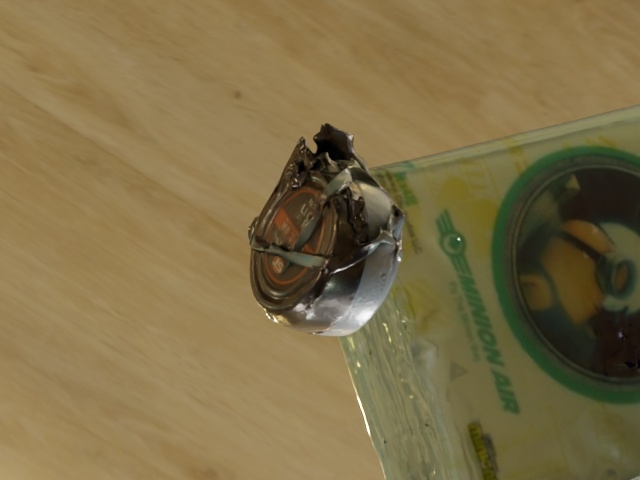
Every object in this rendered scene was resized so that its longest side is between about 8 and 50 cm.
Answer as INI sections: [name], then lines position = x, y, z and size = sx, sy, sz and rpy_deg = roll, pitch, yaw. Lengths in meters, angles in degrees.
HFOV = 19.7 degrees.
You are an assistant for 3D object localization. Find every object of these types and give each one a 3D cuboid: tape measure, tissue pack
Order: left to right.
[tape measure]
position = 0.000, 0.002, 0.920
size = 0.054, 0.094, 0.091
rpy_deg = 18, -60, -32
[tissue pack]
position = 0.209, 0.052, 1.425
size = 0.388, 0.162, 0.287
rpy_deg = -15, -96, -26
